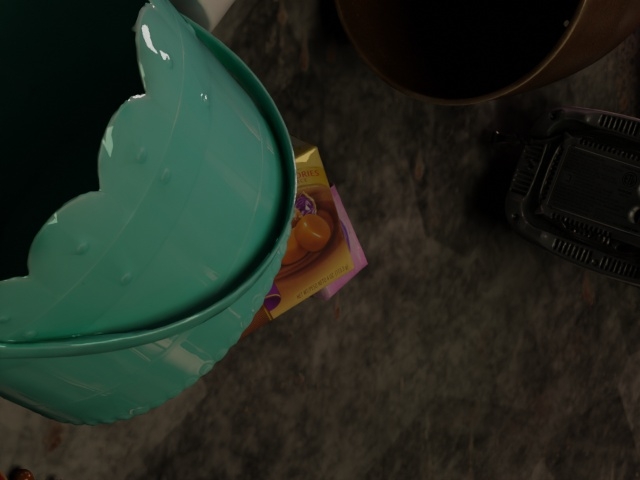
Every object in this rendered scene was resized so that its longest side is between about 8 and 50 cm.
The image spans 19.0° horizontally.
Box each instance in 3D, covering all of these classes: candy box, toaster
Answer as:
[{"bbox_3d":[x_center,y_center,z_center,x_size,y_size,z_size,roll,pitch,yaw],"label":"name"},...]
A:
[{"bbox_3d":[-0.075,0.014,1.346,0.186,0.053,0.109,-31,122,-24],"label":"candy box"},{"bbox_3d":[0.256,-0.027,1.582,0.146,0.227,0.129,24,86,-63],"label":"toaster"}]

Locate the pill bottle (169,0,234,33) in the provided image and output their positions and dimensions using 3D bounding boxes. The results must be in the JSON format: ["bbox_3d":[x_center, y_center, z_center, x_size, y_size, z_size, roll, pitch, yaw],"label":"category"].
[{"bbox_3d":[-0.051,-0.269,1.234,0.265,0.153,0.153,-57,133,-17],"label":"pill bottle"}]

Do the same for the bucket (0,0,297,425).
[{"bbox_3d":[-0.160,-0.034,1.127,0.183,0.281,0.281,40,74,-47],"label":"bucket"}]

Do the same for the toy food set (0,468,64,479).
[{"bbox_3d":[-0.206,0.192,1.315,0.122,0.019,0.078,42,72,-34],"label":"toy food set"}]

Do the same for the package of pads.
[{"bbox_3d":[0.000,0.000,1.448,0.050,0.032,0.083,-43,128,-27],"label":"package of pads"}]

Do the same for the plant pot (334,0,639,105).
[{"bbox_3d":[0.159,-0.204,1.442,0.230,0.215,0.215,-1,103,-57],"label":"plant pot"}]
